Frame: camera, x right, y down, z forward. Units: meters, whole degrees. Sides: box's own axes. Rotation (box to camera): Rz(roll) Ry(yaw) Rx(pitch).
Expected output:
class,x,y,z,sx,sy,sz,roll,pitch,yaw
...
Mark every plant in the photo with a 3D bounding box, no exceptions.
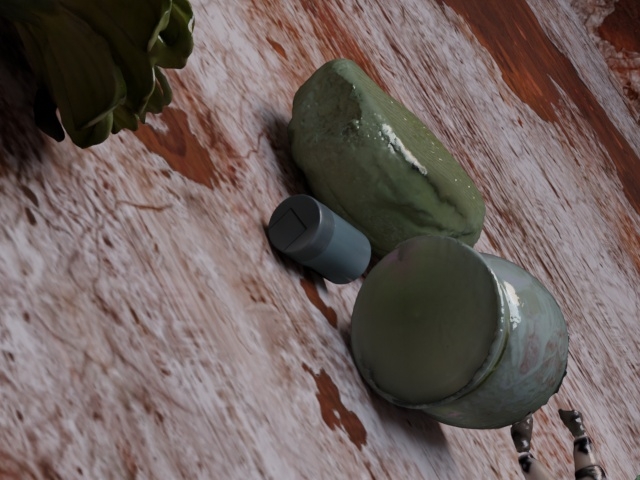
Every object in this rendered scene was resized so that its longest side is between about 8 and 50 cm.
class,x,y,z,sx,sy,sz,roll,pitch,yaw
plant,-0.200,-0.180,1.202,0.297,0.306,0.261,-39,126,-31

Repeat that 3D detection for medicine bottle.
class,x,y,z,sx,sy,sz,roll,pitch,yaw
medicine bottle,0.115,0.079,1.526,0.143,0.147,0.147,22,37,-54

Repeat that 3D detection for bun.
class,x,y,z,sx,sy,sz,roll,pitch,yaw
bun,0.055,-0.059,1.680,0.221,0.108,0.221,45,13,-14

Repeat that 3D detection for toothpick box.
class,x,y,z,sx,sy,sz,roll,pitch,yaw
toothpick box,0.000,0.000,1.521,0.083,0.052,0.052,34,28,-51

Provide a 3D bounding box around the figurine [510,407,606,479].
class,x,y,z,sx,sy,sz,roll,pitch,yaw
figurine,0.221,0.278,1.425,0.197,0.175,0.265,48,27,-37

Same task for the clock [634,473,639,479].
class,x,y,z,sx,sy,sz,roll,pitch,yaw
clock,0.403,0.337,1.937,0.211,0.066,0.159,54,19,-7
